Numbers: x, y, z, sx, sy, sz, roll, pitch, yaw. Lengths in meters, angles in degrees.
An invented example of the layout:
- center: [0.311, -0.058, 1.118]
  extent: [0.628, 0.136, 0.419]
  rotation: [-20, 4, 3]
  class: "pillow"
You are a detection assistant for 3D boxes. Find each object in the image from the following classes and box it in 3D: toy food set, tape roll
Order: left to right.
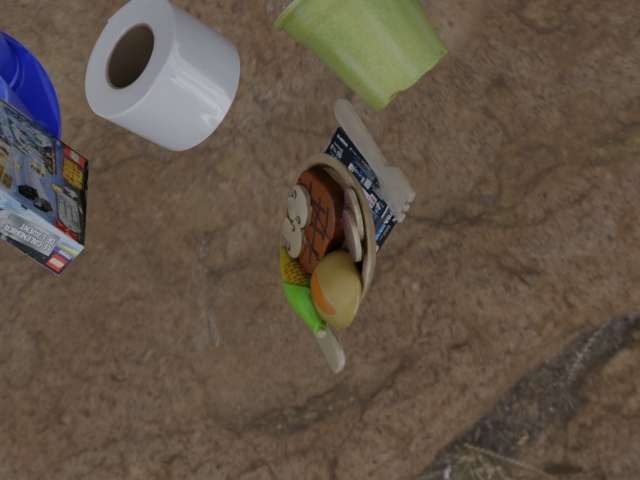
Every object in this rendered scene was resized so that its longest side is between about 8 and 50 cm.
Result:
- center: [-0.292, -0.307, 1.699]
  extent: [0.246, 0.246, 0.169]
  rotation: [-48, 138, 16]
  class: "tape roll"
- center: [0.000, 0.000, 0.679]
  extent: [0.038, 0.132, 0.192]
  rotation: [-8, 138, -27]
  class: "toy food set"

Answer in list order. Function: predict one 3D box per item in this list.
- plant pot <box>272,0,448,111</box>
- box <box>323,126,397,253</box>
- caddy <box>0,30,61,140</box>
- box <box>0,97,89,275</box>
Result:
- center: [0.094, -0.394, 1.730]
  extent: [0.276, 0.276, 0.254]
  rotation: [-38, 96, 13]
  class: "plant pot"
- center: [0.068, -0.093, 1.829]
  extent: [0.051, 0.220, 0.175]
  rotation: [1, 130, -43]
  class: "box"
- center: [-0.401, -0.091, 0.796]
  extent: [0.341, 0.179, 0.241]
  rotation: [-22, 76, -12]
  class: "caddy"
- center: [-0.191, -0.043, 0.576]
  extent: [0.094, 0.137, 0.027]
  rotation: [38, 103, -26]
  class: "box"
